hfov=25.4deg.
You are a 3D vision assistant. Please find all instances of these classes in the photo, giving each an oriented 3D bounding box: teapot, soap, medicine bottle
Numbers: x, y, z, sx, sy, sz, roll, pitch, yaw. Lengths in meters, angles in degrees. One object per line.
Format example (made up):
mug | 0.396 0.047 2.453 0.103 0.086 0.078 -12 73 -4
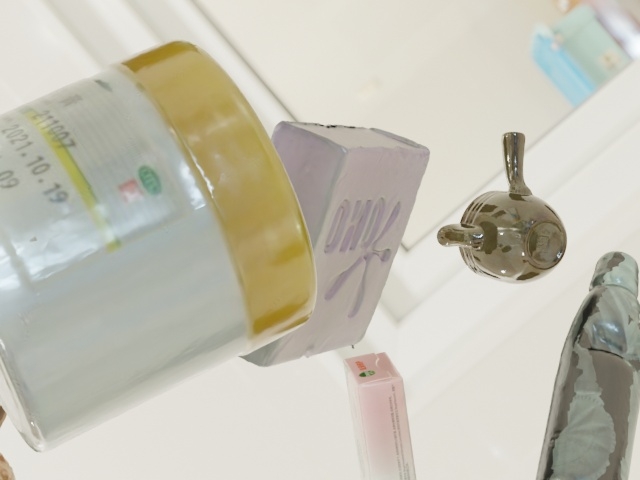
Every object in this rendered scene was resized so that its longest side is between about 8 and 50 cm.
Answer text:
teapot | 0.134 -0.024 1.031 0.085 0.110 0.080 4 -175 -30
soap | 0.000 0.000 1.740 0.107 0.285 0.296 25 -166 22
medicine bottle | -0.156 0.001 1.038 0.238 0.232 0.238 52 158 32

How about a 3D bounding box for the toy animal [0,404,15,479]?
toy animal | -0.362 0.289 1.518 0.104 0.183 0.185 17 -169 -19

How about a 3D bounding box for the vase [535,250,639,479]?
vase | 0.189 0.091 0.965 0.060 0.060 0.211 47 -136 -32

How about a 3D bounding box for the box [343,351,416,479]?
box | 0.056 0.175 1.318 0.089 0.043 0.125 -127 28 -77
